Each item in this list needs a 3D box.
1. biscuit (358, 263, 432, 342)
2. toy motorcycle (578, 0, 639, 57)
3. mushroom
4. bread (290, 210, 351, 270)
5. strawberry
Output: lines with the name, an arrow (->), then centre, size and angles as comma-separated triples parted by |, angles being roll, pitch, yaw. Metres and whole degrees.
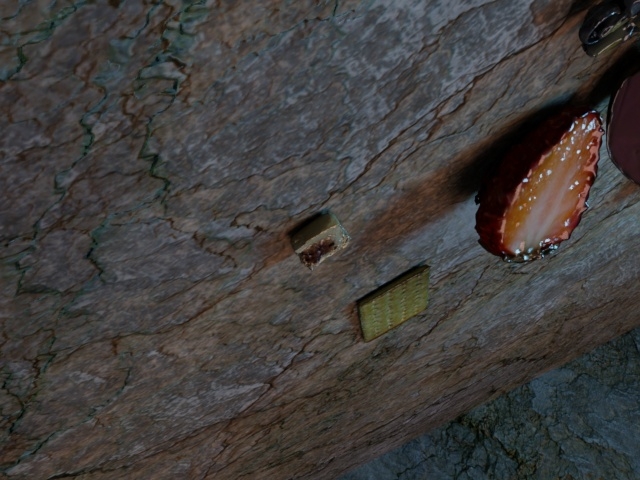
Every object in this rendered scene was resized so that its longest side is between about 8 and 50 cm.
biscuit -> 0.127, 0.109, 1.623 | 0.139, 0.016, 0.231 | -30, 159, -6
toy motorcycle -> 0.366, -0.274, 1.052 | 0.193, 0.061, 0.124 | -41, 160, 17
mushroom -> 0.453, -0.172, 1.293 | 0.141, 0.117, 0.188 | -1, 126, 5
bread -> 0.000, 0.000, 1.178 | 0.070, 0.035, 0.083 | -33, 156, -3
strawberry -> 0.288, -0.088, 1.317 | 0.190, 0.111, 0.237 | 4, 116, -42
